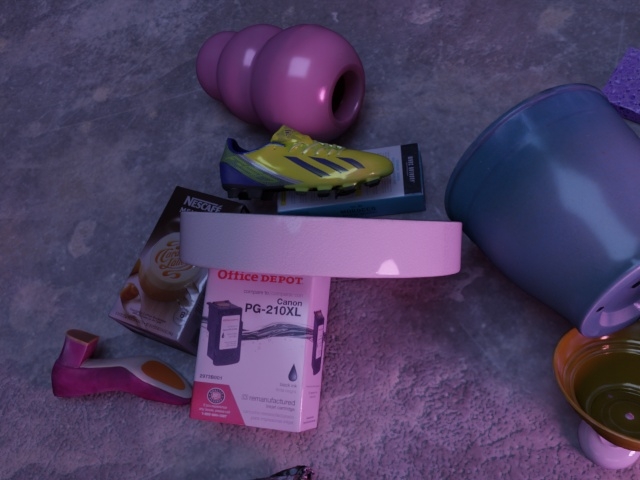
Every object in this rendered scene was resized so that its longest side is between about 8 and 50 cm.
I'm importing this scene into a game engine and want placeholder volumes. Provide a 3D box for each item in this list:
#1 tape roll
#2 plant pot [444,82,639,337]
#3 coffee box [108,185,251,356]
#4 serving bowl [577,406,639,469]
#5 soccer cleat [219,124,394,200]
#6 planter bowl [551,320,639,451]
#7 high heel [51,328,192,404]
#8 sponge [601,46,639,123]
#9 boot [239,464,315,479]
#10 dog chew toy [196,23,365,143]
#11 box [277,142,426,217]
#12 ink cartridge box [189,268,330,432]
[{"bbox_3d":[0.000,0.000,0.945,0.391,0.392,0.072,2,92,15],"label":"tape roll"},{"bbox_3d":[0.346,-0.021,0.910,0.271,0.272,0.255,-29,56,-1],"label":"plant pot"},{"bbox_3d":[-0.220,0.048,1.132,0.141,0.098,0.247,16,70,20],"label":"coffee box"},{"bbox_3d":[0.390,0.262,0.914,0.083,0.027,0.083,-6,64,12],"label":"serving bowl"},{"bbox_3d":[-0.028,-0.129,1.090,0.288,0.093,0.121,-2,89,16],"label":"soccer cleat"},{"bbox_3d":[0.405,0.202,0.877,0.217,0.090,0.217,-3,37,2],"label":"planter bowl"},{"bbox_3d":[-0.322,0.239,1.095,0.244,0.082,0.117,20,103,8],"label":"high heel"},{"bbox_3d":[0.570,-0.229,1.103,0.210,0.031,0.117,31,76,25],"label":"sponge"},{"bbox_3d":[-0.021,0.418,0.907,0.262,0.091,0.229,-7,64,13],"label":"boot"},{"bbox_3d":[-0.088,-0.289,1.214,0.331,0.207,0.207,20,71,31],"label":"dog chew toy"},{"bbox_3d":[0.051,-0.092,1.152,0.244,0.060,0.101,-6,64,11],"label":"box"},{"bbox_3d":[-0.086,0.152,1.018,0.171,0.100,0.237,3,80,15],"label":"ink cartridge box"}]
